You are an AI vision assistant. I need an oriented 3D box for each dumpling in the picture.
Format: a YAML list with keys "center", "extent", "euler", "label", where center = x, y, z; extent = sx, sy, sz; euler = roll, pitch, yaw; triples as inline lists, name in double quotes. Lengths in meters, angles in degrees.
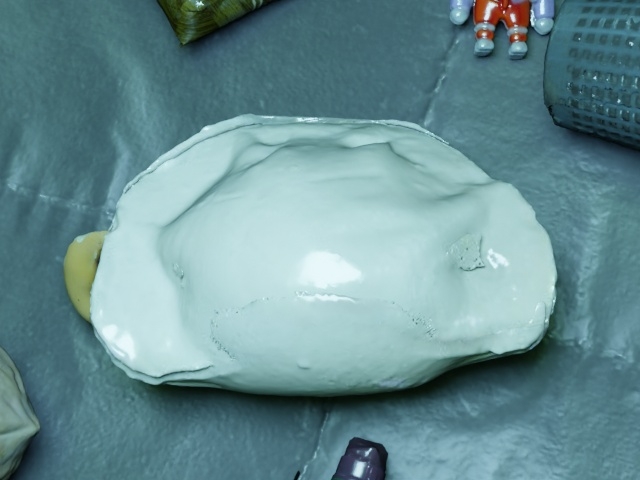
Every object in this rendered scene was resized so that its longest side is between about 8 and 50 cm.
- center: [0.003, -0.001, 1.096]
  extent: [0.341, 0.181, 0.260]
  euler: [-16, 57, 26]
  label: "dumpling"

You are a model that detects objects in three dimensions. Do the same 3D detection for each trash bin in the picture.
- center: [0.276, -0.141, 1.117]
  extent: [0.161, 0.175, 0.175]
  euler: [12, 72, 26]
  label: "trash bin"

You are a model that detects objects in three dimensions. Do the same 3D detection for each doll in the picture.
- center: [0.169, -0.277, 1.218]
  extent: [0.102, 0.075, 0.228]
  euler: [3, 80, -5]
  label: "doll"

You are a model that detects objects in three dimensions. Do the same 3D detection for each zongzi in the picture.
- center: [-0.092, -0.288, 1.268]
  extent: [0.184, 0.084, 0.187]
  euler: [-26, 63, -16]
  label: "zongzi"

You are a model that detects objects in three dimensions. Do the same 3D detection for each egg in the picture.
- center: [-0.185, 0.033, 1.164]
  extent: [0.071, 0.071, 0.083]
  euler: [3, 83, 10]
  label: "egg"

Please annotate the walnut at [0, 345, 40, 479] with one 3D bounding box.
- center: [-0.340, 0.139, 1.102]
  extent: [0.230, 0.178, 0.178]
  euler: [7, 71, 7]
  label: "walnut"

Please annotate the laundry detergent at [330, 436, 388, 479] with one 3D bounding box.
- center: [0.021, 0.263, 1.046]
  extent: [0.144, 0.078, 0.222]
  euler: [17, 71, 12]
  label: "laundry detergent"
